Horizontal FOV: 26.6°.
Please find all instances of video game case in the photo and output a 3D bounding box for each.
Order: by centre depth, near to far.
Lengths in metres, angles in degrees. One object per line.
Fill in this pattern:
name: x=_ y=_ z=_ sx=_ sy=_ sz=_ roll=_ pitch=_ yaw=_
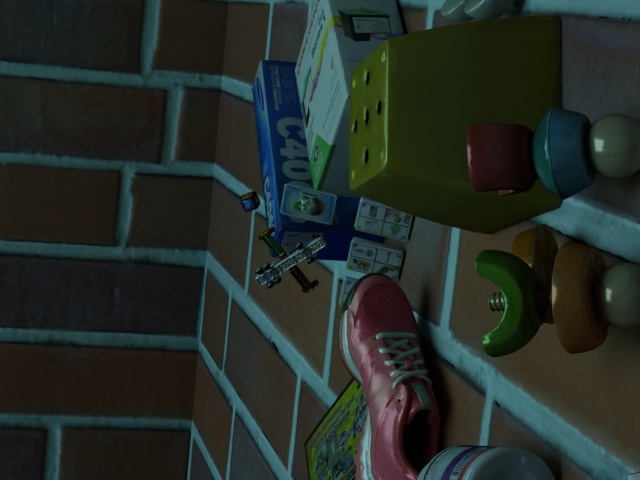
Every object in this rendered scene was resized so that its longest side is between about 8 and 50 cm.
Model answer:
video game case: x=0.048 y=0.346 z=1.987 sx=0.275 sy=0.035 sz=0.248 roll=122 pitch=149 yaw=-48

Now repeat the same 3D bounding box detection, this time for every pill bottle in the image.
pill bottle: x=0.170 y=0.275 z=1.458 sx=0.193 sy=0.108 sz=0.108 roll=153 pitch=120 yaw=-73

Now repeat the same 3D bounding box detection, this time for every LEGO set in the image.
LEGO set: x=0.000 y=0.000 z=1.945 sx=0.060 sy=0.244 sz=0.182 roll=-70 pitch=-9 yaw=-61

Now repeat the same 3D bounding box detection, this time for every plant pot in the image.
plant pot: x=0.139 y=-0.129 z=1.511 sx=0.212 sy=0.187 sz=0.212 roll=151 pitch=121 yaw=-73

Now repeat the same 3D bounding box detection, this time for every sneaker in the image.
sneaker: x=0.110 y=0.190 z=1.755 sx=0.136 sy=0.116 sz=0.313 roll=-27 pitch=67 yaw=61

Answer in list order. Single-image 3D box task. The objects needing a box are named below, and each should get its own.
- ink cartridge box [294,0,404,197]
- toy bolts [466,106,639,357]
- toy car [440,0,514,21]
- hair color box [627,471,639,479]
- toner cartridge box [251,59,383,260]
ink cartridge box: x=0.049 y=-0.231 z=2.006 sx=0.201 sy=0.117 sz=0.278 roll=109 pitch=159 yaw=-45
toy bolts: x=0.247 y=-0.014 z=1.286 sx=0.218 sy=0.158 sz=0.228 roll=-9 pitch=-87 yaw=-64
toy car: x=0.167 y=-0.349 z=1.591 sx=0.136 sy=0.159 sz=0.182 roll=-52 pitch=15 yaw=-3
hair color box: x=0.298 y=0.193 z=0.970 sx=0.141 sy=0.043 sz=0.072 roll=-19 pitch=63 yaw=32
toner cartridge box: x=-0.008 y=-0.129 z=2.111 sx=0.075 sy=0.165 sz=0.347 roll=113 pitch=155 yaw=-49
